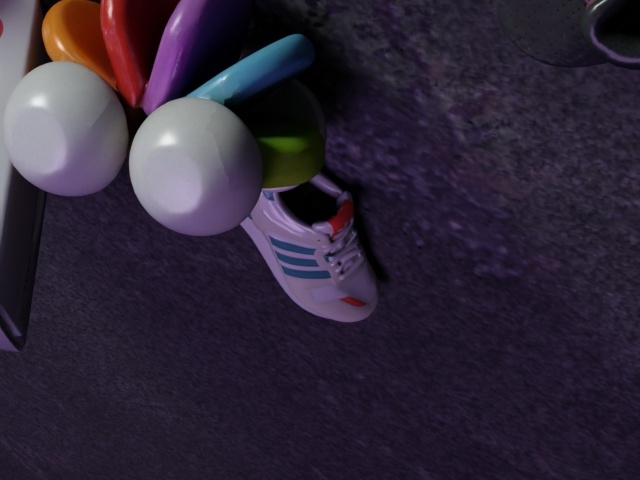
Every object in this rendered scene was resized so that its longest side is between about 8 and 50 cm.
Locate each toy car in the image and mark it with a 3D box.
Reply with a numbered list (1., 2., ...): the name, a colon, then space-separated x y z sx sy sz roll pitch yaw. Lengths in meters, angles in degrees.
1. toy car: -0.079 -0.091 0.767 0.182 0.159 0.136 17 111 17

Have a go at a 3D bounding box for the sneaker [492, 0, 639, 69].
1. sneaker: 0.113 -0.107 0.485 0.106 0.162 0.281 35 153 -4

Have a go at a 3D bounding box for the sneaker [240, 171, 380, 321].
1. sneaker: 0.000 0.000 0.896 0.075 0.057 0.161 4 139 52

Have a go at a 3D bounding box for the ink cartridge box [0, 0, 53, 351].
1. ink cartridge box: -0.316 -0.051 0.861 0.270 0.198 0.197 7 166 -5
